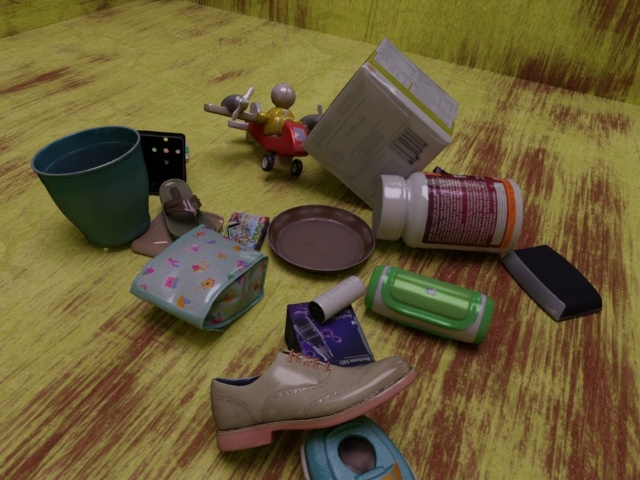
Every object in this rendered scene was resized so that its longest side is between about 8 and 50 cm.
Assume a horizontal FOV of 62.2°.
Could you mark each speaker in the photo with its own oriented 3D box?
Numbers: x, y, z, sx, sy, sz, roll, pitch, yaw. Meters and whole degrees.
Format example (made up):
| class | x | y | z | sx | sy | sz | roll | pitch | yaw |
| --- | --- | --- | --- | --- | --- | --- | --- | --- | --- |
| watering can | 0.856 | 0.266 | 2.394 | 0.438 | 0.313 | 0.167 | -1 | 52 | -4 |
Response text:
| class | x | y | z | sx | sy | sz | roll | pitch | yaw |
| --- | --- | --- | --- | --- | --- | --- | --- | --- | --- |
| speaker | 0.264 | 0.154 | 1.303 | 0.296 | 0.131 | 0.131 | 17 | 39 | 13 |
| speaker | 0.036 | 0.130 | 1.181 | 0.055 | 0.055 | 0.136 | 34 | 44 | 31 |

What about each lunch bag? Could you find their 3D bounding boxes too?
| class | x | y | z | sx | sy | sz | roll | pitch | yaw |
| --- | --- | --- | --- | --- | --- | --- | --- | --- | --- |
| lunch bag | -0.285 | 0.102 | 1.266 | 0.223 | 0.160 | 0.262 | 23 | 35 | 20 |

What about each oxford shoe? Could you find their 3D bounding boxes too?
| class | x | y | z | sx | sy | sz | roll | pitch | yaw |
| --- | --- | --- | --- | --- | --- | --- | --- | --- | --- |
| oxford shoe | -0.022 | 0.267 | 0.980 | 0.396 | 0.140 | 0.147 | -18 | 82 | 2 |

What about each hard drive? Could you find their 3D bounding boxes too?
| class | x | y | z | sx | sy | sz | roll | pitch | yaw |
| --- | --- | --- | --- | --- | --- | --- | --- | --- | --- |
| hard drive | 0.643 | 0.106 | 1.477 | 0.171 | 0.054 | 0.255 | -8 | 40 | -18 |

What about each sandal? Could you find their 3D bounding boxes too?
| class | x | y | z | sx | sy | sz | roll | pitch | yaw |
| --- | --- | --- | --- | --- | --- | --- | --- | --- | --- |
| sandal | -0.392 | -0.097 | 1.501 | 0.120 | 0.086 | 0.303 | -19 | 47 | -25 |

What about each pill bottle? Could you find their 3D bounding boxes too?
| class | x | y | z | sx | sy | sz | roll | pitch | yaw |
| --- | --- | --- | --- | --- | --- | --- | --- | --- | --- |
| pill bottle | 0.358 | -0.084 | 1.544 | 0.391 | 0.224 | 0.224 | 4 | 37 | -4 |

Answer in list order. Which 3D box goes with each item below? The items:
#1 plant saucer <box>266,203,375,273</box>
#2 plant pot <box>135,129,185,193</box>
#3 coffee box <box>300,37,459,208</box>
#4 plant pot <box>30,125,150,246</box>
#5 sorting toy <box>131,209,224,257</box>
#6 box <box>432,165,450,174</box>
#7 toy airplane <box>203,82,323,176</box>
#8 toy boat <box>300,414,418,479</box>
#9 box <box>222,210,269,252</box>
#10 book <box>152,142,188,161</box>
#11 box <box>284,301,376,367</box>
| class | x | y | z | sx | sy | sz | roll | pitch | yaw |
| --- | --- | --- | --- | --- | --- | --- | --- | --- | --- |
| plant saucer | 0.000 | 0.000 | 1.527 | 0.310 | 0.050 | 0.311 | 5 | 38 | -4 |
| plant pot | -0.514 | -0.267 | 1.703 | 0.187 | 0.188 | 0.167 | 4 | 26 | -2 |
| coffee box | 0.197 | -0.374 | 1.706 | 0.338 | 0.337 | 0.334 | 38 | 38 | -9 |
| plant pot | -0.584 | -0.135 | 1.429 | 0.271 | 0.255 | 0.272 | -5 | 37 | 4 |
| sorting toy | -0.399 | -0.016 | 1.506 | 0.192 | 0.038 | 0.208 | 13 | 42 | 9 |
| box | 0.455 | -0.175 | 1.777 | 0.029 | 0.116 | 0.162 | -48 | 51 | 0 |
| toy airplane | -0.165 | -0.424 | 1.866 | 0.384 | 0.273 | 0.386 | 24 | 23 | 7 |
| toy boat | 0.020 | 0.429 | 0.891 | 0.318 | 0.148 | 0.267 | -15 | 43 | -26 |
| box | -0.222 | -0.004 | 1.510 | 0.114 | 0.036 | 0.207 | 9 | 37 | 3 |
| book | -0.538 | -0.308 | 1.867 | 0.144 | 0.035 | 0.096 | -2 | 42 | -13 |
| box | 0.015 | 0.239 | 1.171 | 0.153 | 0.108 | 0.207 | -6 | 39 | -16 |
